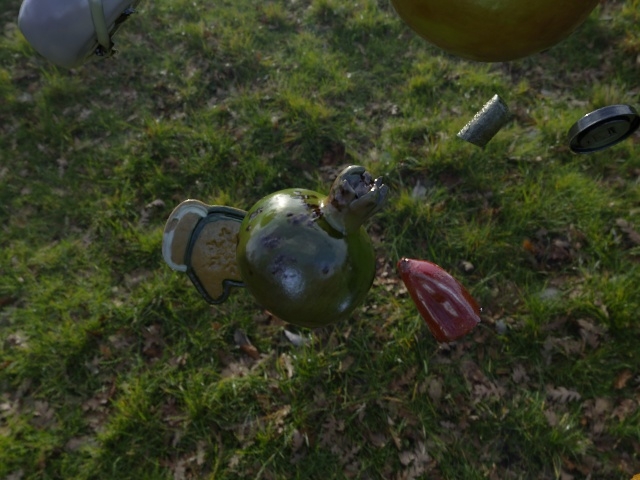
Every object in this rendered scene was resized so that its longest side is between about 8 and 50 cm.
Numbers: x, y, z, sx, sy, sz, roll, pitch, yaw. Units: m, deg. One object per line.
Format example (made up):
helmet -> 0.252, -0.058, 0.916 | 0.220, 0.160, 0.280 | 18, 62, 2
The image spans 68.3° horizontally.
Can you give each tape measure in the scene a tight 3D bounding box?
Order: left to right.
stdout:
tape measure -> -0.300, -0.307, 0.625 | 0.178, 0.105, 0.196 | -39, 30, 17

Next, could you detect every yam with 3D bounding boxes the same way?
yam -> 0.563, -0.398, 1.606 | 0.183, 0.107, 0.107 | -50, 30, 28

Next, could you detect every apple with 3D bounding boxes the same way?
apple -> 0.269, -0.479, 0.744 | 0.373, 0.374, 0.384 | -5, 54, 18

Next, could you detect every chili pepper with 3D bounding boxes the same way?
chili pepper -> 0.303, 0.140, 1.238 | 0.136, 0.253, 0.144 | -39, 1, -12

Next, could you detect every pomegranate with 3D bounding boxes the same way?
pomegranate -> 0.004, 0.012, 0.590 | 0.210, 0.179, 0.179 | -21, 39, 16

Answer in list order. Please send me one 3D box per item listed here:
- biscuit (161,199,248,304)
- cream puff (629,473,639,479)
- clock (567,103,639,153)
biscuit -> -0.276, 0.045, 1.327 | 0.288, 0.343, 0.057 | -69, 22, 6
cream puff -> 0.644, 0.529, 0.779 | 0.211, 0.303, 0.303 | 4, 32, -27
clock -> 0.786, -0.309, 1.315 | 0.184, 0.184, 0.040 | -13, 67, 10
